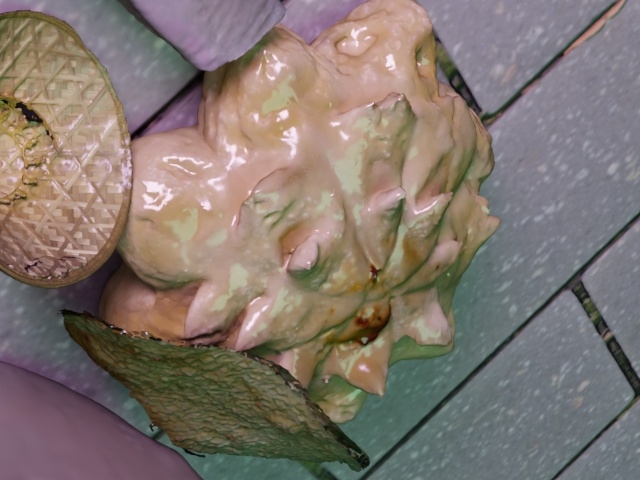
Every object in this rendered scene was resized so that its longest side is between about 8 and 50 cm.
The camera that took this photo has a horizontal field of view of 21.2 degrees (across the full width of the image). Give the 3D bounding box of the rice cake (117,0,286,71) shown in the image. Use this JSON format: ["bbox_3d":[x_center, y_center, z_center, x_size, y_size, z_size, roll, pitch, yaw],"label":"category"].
[{"bbox_3d":[-0.132,-0.190,0.797,0.072,0.056,0.365,-52,142,-1],"label":"rice cake"}]

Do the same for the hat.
[{"bbox_3d":[-0.170,-0.044,0.897,0.146,0.067,0.146,15,72,-55],"label":"hat"}]

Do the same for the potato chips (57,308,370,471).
[{"bbox_3d":[-0.061,0.094,0.995,0.209,0.026,0.142,21,148,-9],"label":"potato chips"}]

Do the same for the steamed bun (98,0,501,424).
[{"bbox_3d":[0.000,0.000,1.030,0.292,0.137,0.295,19,112,-46],"label":"steamed bun"}]

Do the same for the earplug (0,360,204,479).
[{"bbox_3d":[-0.232,0.303,0.947,0.313,0.312,0.394,16,113,-48],"label":"earplug"}]
